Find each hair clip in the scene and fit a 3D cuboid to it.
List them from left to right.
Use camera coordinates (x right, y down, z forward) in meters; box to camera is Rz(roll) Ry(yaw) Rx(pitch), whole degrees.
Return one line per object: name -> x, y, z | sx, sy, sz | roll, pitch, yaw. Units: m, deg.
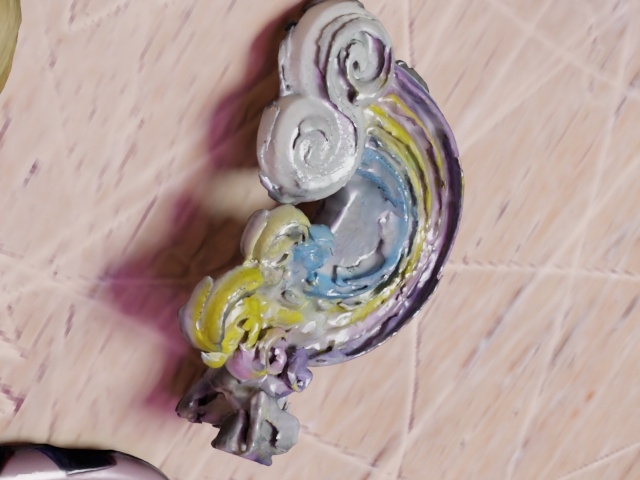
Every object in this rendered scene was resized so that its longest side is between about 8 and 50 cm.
hair clip -> 0.000, 0.000, 0.685 | 0.116, 0.049, 0.172 | 20, 98, -54

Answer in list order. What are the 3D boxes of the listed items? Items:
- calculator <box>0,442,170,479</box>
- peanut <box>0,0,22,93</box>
calculator -> -0.126, 0.122, 0.688 | 0.166, 0.024, 0.103 | -4, 121, -30
peanut -> -0.178, -0.086, 0.457 | 0.253, 0.122, 0.137 | 8, 114, -42
